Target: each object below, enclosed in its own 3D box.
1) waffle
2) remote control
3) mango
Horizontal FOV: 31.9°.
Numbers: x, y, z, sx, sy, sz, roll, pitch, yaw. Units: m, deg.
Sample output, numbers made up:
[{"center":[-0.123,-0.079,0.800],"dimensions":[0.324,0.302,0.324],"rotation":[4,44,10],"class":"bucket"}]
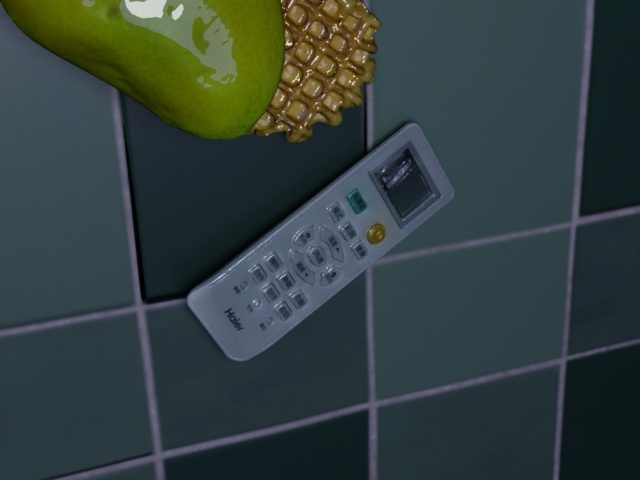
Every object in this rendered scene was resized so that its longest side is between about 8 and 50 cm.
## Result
[{"center":[-0.032,-0.178,1.048],"dimensions":[0.191,0.038,0.191],"rotation":[-8,114,-19],"class":"waffle"},{"center":[0.001,0.000,1.135],"dimensions":[0.293,0.051,0.103],"rotation":[-37,122,-7],"class":"remote control"},{"center":[-0.139,-0.212,0.915],"dimensions":[0.273,0.149,0.185],"rotation":[30,98,-18],"class":"mango"}]
